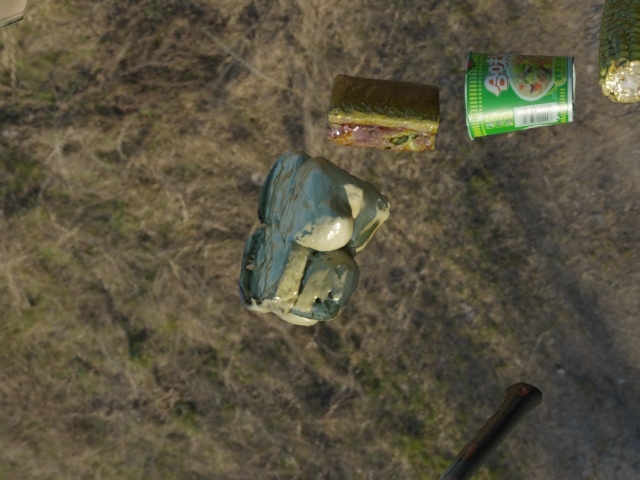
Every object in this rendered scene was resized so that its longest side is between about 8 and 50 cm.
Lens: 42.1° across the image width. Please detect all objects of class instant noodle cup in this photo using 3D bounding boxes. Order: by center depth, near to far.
[{"bbox_3d":[0.448,-0.332,1.862,0.232,0.207,0.207,0,116,18],"label":"instant noodle cup"}]

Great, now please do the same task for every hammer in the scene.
[{"bbox_3d":[0.131,0.235,0.822,0.111,0.287,0.033,23,138,35],"label":"hammer"}]

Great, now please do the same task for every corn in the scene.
[{"bbox_3d":[0.407,-0.296,1.050,0.101,0.310,0.101,14,139,13],"label":"corn"}]

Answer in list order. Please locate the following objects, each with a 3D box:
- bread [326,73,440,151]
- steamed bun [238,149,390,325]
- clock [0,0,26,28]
[{"bbox_3d":[0.098,-0.196,1.295,0.172,0.132,0.103,5,130,4],"label":"bread"},{"bbox_3d":[0.000,0.000,0.875,0.192,0.106,0.178,-9,67,65],"label":"steamed bun"},{"bbox_3d":[-0.387,-0.266,0.780,0.192,0.147,0.071,24,116,-4],"label":"clock"}]
